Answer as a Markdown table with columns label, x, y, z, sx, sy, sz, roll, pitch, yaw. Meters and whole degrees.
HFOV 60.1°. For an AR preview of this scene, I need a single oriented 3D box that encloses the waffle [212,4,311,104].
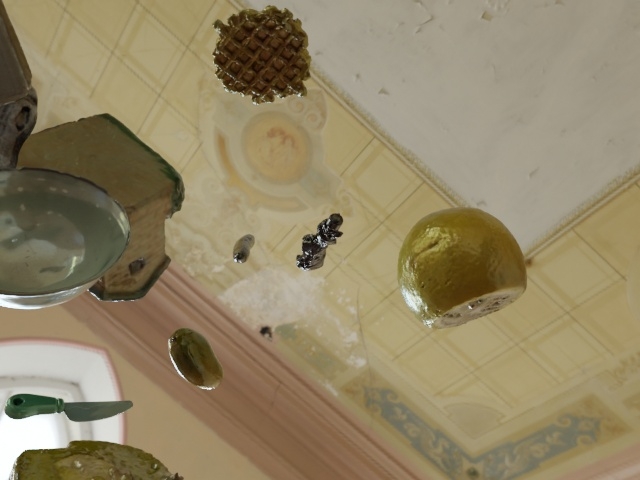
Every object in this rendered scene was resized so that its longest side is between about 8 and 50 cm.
| label | x | y | z | sx | sy | sz | roll | pitch | yaw |
| --- | --- | --- | --- | --- | --- | --- | --- | --- | --- |
| waffle | -0.140 | -0.430 | 1.309 | 0.238 | 0.059 | 0.243 | 0 | -48 | 4 |

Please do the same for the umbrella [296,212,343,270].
| label | x | y | z | sx | sy | sz | roll | pitch | yaw |
| --- | --- | --- | --- | --- | --- | --- | --- | --- | --- |
| umbrella | -0.002 | -0.001 | 1.401 | 0.071 | 0.080 | 0.224 | 65 | -31 | 21 |

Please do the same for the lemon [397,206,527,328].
| label | x | y | z | sx | sy | sz | roll | pitch | yaw |
| --- | --- | --- | --- | --- | --- | --- | --- | --- | --- |
| lemon | 0.262 | 0.040 | 1.071 | 0.240 | 0.240 | 0.219 | -33 | -119 | 31 |

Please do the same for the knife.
| label | x | y | z | sx | sy | sz | roll | pitch | yaw |
| --- | --- | --- | --- | --- | --- | --- | --- | --- | --- |
| knife | -0.531 | 0.362 | 1.189 | 0.260 | 0.063 | 0.034 | 12 | -64 | -31 |

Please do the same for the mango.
| label | x | y | z | sx | sy | sz | roll | pitch | yaw |
| --- | --- | --- | --- | --- | --- | --- | --- | --- | --- |
| mango | -0.317 | 0.309 | 1.427 | 0.085 | 0.122 | 0.191 | -33 | -78 | 11 |

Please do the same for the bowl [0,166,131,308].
| label | x | y | z | sx | sy | sz | roll | pitch | yaw |
| --- | --- | --- | --- | --- | --- | --- | --- | --- | --- |
| bowl | -0.491 | 0.023 | 0.949 | 0.313 | 0.313 | 0.146 | 25 | -51 | 6 |

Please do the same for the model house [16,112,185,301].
| label | x | y | z | sx | sy | sz | roll | pitch | yaw |
| --- | --- | --- | --- | --- | --- | --- | --- | --- | --- |
| model house | -0.545 | -0.052 | 1.351 | 0.382 | 0.334 | 0.342 | 34 | -46 | 22 |

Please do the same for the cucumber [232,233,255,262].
| label | x | y | z | sx | sy | sz | roll | pitch | yaw |
| --- | --- | --- | --- | --- | --- | --- | --- | --- | --- |
| cucumber | -0.227 | 0.022 | 1.627 | 0.056 | 0.284 | 0.056 | 0 | -79 | -1 |

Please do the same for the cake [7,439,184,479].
| label | x | y | z | sx | sy | sz | roll | pitch | yaw |
| --- | --- | --- | --- | --- | --- | --- | --- | --- | --- |
| cake | -0.242 | 0.326 | 0.589 | 0.179 | 0.260 | 0.156 | 15 | -81 | -33 |

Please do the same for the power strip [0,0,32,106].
| label | x | y | z | sx | sy | sz | roll | pitch | yaw |
| --- | --- | --- | --- | --- | --- | --- | --- | --- | --- |
| power strip | -0.453 | -0.247 | 0.641 | 0.198 | 0.064 | 0.213 | -13 | -69 | -1 |

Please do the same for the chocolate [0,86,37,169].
| label | x | y | z | sx | sy | sz | roll | pitch | yaw |
| --- | --- | --- | --- | --- | --- | --- | --- | --- | --- |
| chocolate | -0.645 | -0.210 | 1.108 | 0.110 | 0.248 | 0.110 | 12 | -22 | 5 |
